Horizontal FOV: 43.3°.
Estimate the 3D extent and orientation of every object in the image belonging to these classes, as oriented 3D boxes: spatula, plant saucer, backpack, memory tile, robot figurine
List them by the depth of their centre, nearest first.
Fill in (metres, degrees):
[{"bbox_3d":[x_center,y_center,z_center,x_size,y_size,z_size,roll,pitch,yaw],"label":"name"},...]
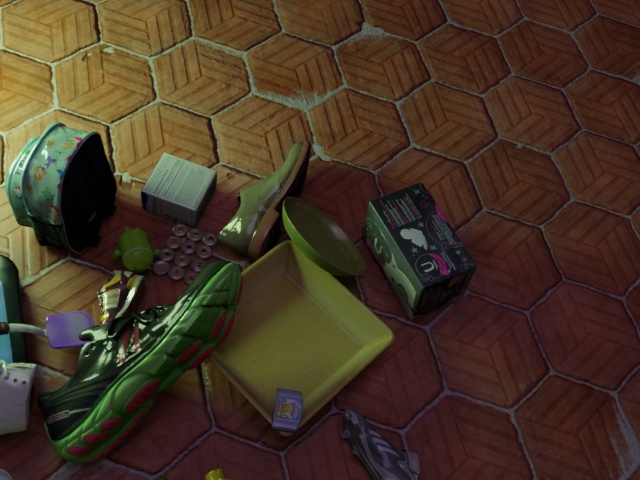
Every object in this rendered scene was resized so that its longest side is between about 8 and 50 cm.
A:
[{"bbox_3d":[-0.591,0.175,1.583,0.296,0.030,0.084,4,52,-36],"label":"spatula"},{"bbox_3d":[-0.071,0.205,1.694,0.333,0.081,0.333,42,61,18],"label":"plant saucer"},{"bbox_3d":[-0.552,-0.125,1.728,0.191,0.253,0.225,19,56,3],"label":"backpack"},{"bbox_3d":[-0.403,0.022,1.761,0.101,0.067,0.115,0,43,-30],"label":"robot figurine"},{"bbox_3d":[0.000,0.000,1.798,0.241,0.037,0.241,37,20,-16],"label":"plant saucer"},{"bbox_3d":[-0.303,0.030,1.812,0.113,0.012,0.148,18,56,3],"label":"memory tile"}]

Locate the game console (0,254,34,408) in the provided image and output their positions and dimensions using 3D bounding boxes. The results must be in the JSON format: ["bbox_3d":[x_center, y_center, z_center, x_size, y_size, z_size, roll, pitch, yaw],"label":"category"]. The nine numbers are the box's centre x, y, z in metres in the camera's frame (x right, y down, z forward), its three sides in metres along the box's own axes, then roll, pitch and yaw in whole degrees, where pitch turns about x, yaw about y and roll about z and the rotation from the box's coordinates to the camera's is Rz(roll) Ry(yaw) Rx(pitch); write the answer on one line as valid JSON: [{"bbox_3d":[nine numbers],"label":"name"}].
[{"bbox_3d":[-0.755,0.213,1.587,0.342,0.060,0.386,-10,58,-16],"label":"game console"}]

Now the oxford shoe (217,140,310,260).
[{"bbox_3d":[-0.123,-0.115,1.876,0.130,0.123,0.348,20,55,10],"label":"oxford shoe"}]

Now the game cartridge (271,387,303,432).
[{"bbox_3d":[-0.062,0.328,1.557,0.056,0.017,0.083,12,56,-6],"label":"game cartridge"}]

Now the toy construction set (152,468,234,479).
[{"bbox_3d":[-0.179,0.485,1.427,0.309,0.257,0.237,1,37,-37],"label":"toy construction set"}]

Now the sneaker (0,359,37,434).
[{"bbox_3d":[-0.608,0.217,1.469,0.169,0.108,0.292,-8,96,-16],"label":"sneaker"}]

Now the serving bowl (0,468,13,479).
[{"bbox_3d":[-0.599,0.458,1.468,0.083,0.027,0.083,4,57,-6],"label":"serving bowl"}]

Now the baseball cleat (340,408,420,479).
[{"bbox_3d":[0.124,0.418,1.602,0.109,0.072,0.206,-14,64,-34],"label":"baseball cleat"}]

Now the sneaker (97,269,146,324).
[{"bbox_3d":[-0.437,0.142,1.689,0.084,0.069,0.185,15,49,10],"label":"sneaker"}]

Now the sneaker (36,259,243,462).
[{"bbox_3d":[-0.346,0.196,1.537,0.483,0.185,0.202,-44,68,-12],"label":"sneaker"}]

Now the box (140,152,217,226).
[{"bbox_3d":[-0.327,-0.117,1.870,0.137,0.072,0.126,20,56,3],"label":"box"}]

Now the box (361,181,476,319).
[{"bbox_3d":[0.212,0.025,1.810,0.142,0.163,0.247,-19,62,-17],"label":"box"}]
